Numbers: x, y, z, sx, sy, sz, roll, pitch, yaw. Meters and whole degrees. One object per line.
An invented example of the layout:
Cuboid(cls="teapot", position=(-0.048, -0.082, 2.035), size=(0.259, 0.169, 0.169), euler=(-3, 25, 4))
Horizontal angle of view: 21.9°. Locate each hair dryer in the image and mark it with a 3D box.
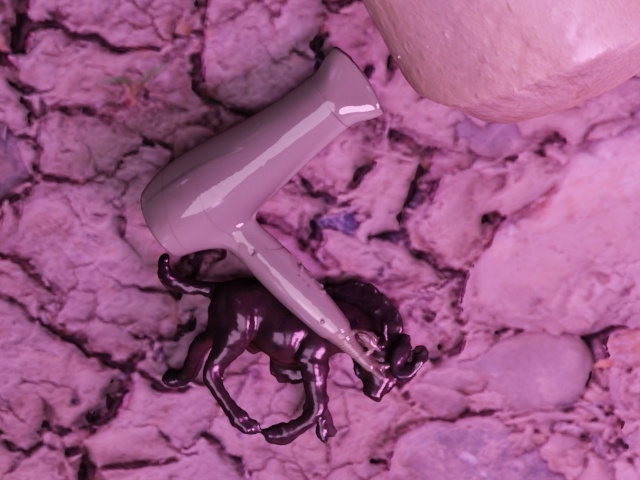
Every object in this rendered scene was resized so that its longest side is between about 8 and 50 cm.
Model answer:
Cuboid(cls="hair dryer", position=(0.000, 0.000, 1.295), size=(0.206, 0.075, 0.237), euler=(-34, 94, 12))

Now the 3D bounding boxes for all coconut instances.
Cuboid(cls="coconut", position=(0.125, -0.225, 1.110), size=(0.237, 0.237, 0.266), euler=(-26, 113, 14))

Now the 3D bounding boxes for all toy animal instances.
Cuboid(cls="toy animal", position=(-0.033, 0.086, 1.365), size=(0.233, 0.084, 0.148), euler=(20, 98, 1))
